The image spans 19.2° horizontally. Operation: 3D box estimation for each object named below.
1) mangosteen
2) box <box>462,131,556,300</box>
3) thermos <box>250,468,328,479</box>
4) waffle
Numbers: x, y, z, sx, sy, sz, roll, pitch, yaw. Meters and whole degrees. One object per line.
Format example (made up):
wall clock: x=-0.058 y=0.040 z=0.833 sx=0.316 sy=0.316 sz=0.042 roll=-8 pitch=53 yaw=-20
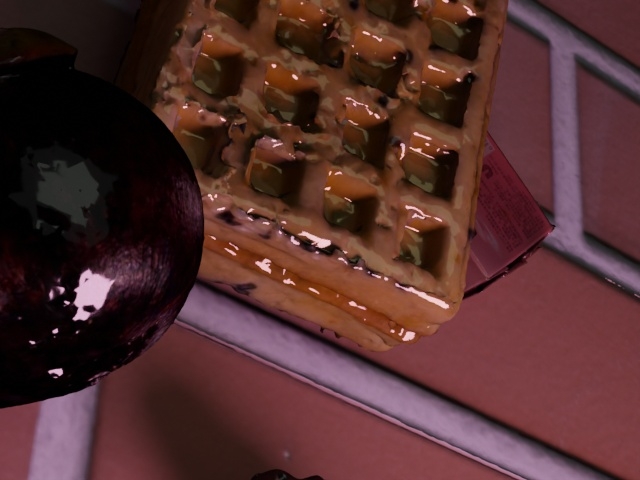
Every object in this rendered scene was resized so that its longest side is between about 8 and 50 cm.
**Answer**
mangosteen: x=-0.182 y=-0.029 z=1.060 sx=0.211 sy=0.211 sz=0.250 roll=-5 pitch=60 yaw=-46
box: x=0.096 y=-0.036 z=1.439 sx=0.111 sy=0.060 sz=0.156 roll=-32 pitch=87 yaw=-49
thermos: x=0.060 y=0.275 z=1.176 sx=0.330 sy=0.109 sz=0.136 roll=55 pitch=41 yaw=-4
waffle: x=-0.006 y=-0.138 z=1.307 sx=0.261 sy=0.114 sz=0.376 roll=22 pitch=60 yaw=-19
